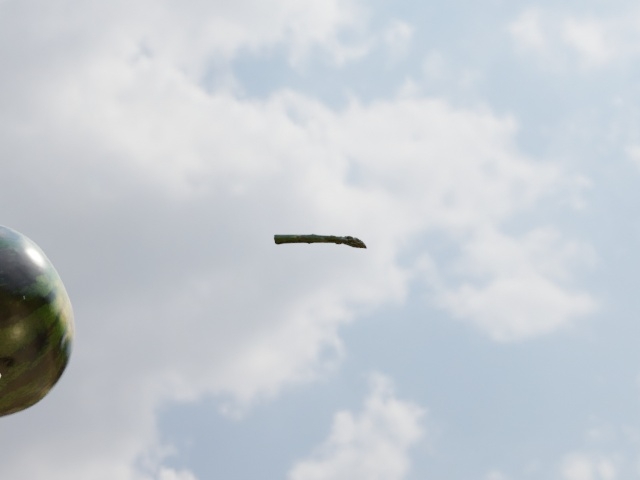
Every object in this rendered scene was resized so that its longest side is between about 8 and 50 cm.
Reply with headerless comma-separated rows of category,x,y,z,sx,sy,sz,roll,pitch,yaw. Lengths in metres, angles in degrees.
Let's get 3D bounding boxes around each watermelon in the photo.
watermelon,-0.450,0.107,2.026,0.269,0.269,0.269,-11,-33,-7

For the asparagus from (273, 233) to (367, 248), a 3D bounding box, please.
asparagus,0.000,0.000,1.828,0.114,0.014,0.015,2,-64,16
